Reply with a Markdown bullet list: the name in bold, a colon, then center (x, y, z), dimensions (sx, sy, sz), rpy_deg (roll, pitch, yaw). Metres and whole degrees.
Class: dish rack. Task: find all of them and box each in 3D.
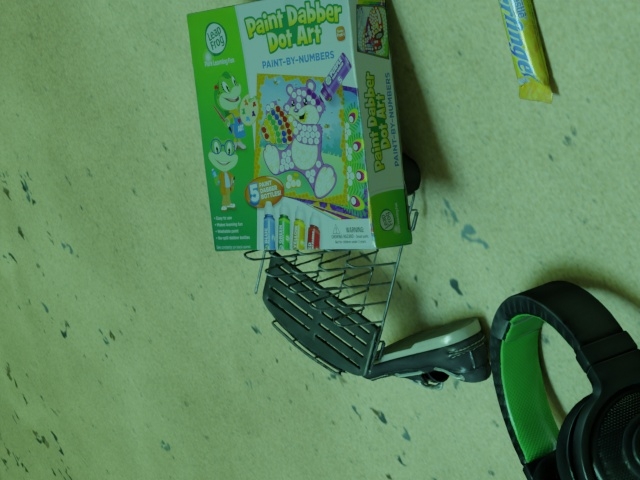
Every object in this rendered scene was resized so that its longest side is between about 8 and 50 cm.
- **dish rack**: center (0.000, 0.000, 1.726), dimensions (0.208, 0.074, 0.271), rpy_deg (36, 123, 41)

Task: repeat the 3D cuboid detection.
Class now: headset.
- **headset**: center (0.289, 0.209, 1.503), dimensions (0.243, 0.185, 0.394), rpy_deg (101, 147, -57)

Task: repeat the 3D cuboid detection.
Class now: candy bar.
- **candy bar**: center (0.162, -0.190, 1.407), dimensions (0.040, 0.018, 0.161), rpy_deg (15, 130, 53)

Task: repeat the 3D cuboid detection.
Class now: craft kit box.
- **craft kit box**: center (-0.024, -0.113, 1.635), dimensions (0.250, 0.061, 0.247), rpy_deg (-2, 94, 49)

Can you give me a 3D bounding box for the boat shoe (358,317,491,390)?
- **boat shoe**: center (0.105, 0.131, 1.749), dimensions (0.206, 0.075, 0.065), rpy_deg (-23, 93, 57)
